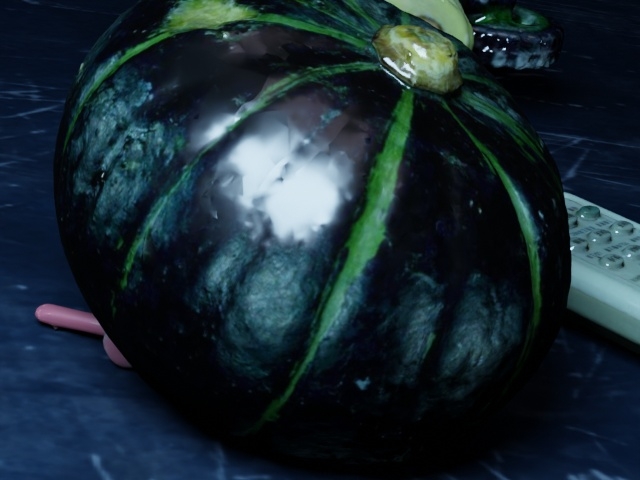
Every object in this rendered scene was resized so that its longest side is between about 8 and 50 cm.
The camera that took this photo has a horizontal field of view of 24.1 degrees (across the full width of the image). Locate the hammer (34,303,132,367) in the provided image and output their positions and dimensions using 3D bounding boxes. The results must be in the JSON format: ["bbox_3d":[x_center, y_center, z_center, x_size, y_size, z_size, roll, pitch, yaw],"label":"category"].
[{"bbox_3d":[-0.134,0.050,0.904,0.083,0.031,0.052,11,21,14],"label":"hammer"}]

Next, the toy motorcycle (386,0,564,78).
[{"bbox_3d":[0.020,-0.228,1.446,0.410,0.168,0.237,18,17,27],"label":"toy motorcycle"}]

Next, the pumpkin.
[{"bbox_3d":[0.001,-0.028,0.847,0.315,0.238,0.315,23,30,-14],"label":"pumpkin"}]

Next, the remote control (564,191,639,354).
[{"bbox_3d":[0.258,0.056,1.028,0.335,0.065,0.128,28,26,33],"label":"remote control"}]
